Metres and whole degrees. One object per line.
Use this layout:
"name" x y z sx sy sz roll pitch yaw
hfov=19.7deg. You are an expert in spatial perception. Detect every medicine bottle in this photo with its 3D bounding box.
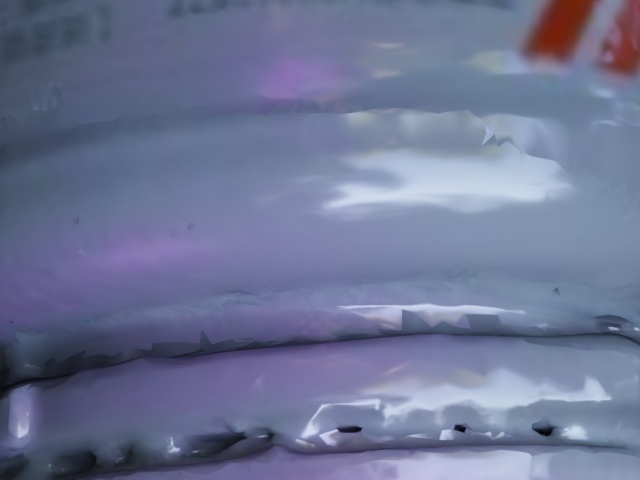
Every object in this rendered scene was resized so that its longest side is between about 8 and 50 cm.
"medicine bottle" 0.000 0.000 0.532 0.256 0.256 0.324 11 69 -41
